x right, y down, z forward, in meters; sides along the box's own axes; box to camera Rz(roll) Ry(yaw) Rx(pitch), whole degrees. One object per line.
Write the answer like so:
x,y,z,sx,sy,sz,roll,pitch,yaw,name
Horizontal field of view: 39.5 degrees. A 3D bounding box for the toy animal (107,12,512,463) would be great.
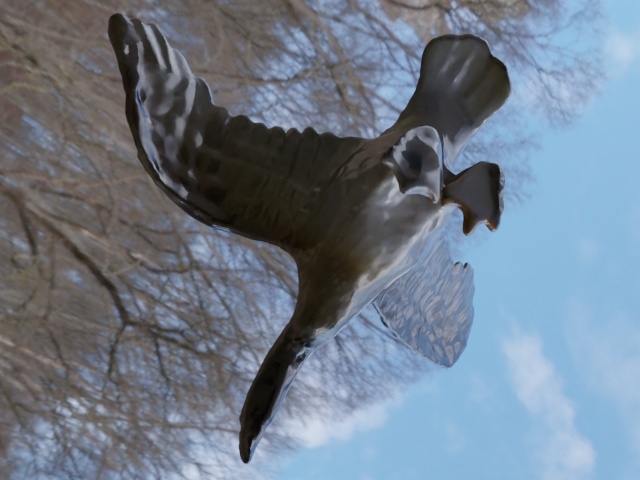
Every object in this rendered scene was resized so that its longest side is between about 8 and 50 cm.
0.006,-0.002,0.408,0.160,0.273,0.197,-39,-157,46,toy animal
